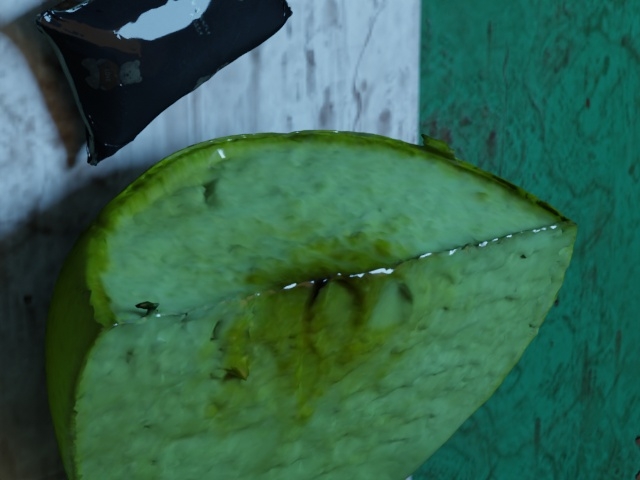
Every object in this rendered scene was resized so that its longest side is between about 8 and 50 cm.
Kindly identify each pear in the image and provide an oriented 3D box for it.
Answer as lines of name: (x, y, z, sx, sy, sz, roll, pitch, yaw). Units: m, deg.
pear: (-0.031, 0.069, 0.855, 0.288, 0.139, 0.239, -12, 128, -30)

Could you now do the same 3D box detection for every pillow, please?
pillow: (-0.076, -0.115, 0.809, 0.150, 0.048, 0.090, -41, 120, -25)
